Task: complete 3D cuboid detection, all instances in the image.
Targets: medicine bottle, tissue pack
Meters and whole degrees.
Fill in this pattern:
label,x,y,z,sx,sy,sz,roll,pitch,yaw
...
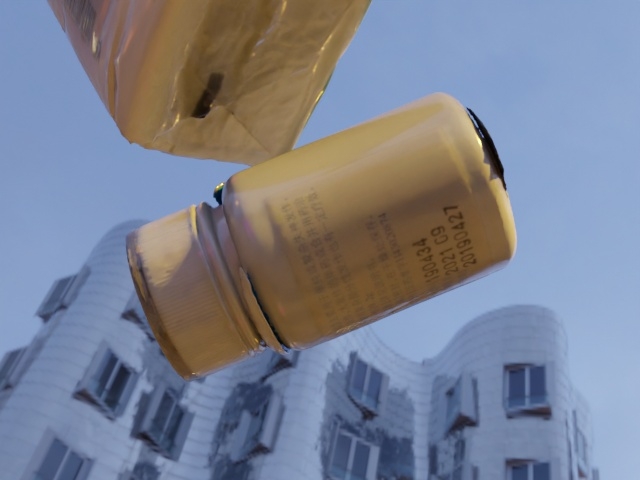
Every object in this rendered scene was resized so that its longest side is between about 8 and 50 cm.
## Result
label,x,y,z,sx,sy,sz,roll,pitch,yaw
medicine bottle,0.000,0.000,0.611,0.258,0.143,0.143,-21,-53,-1
tissue pack,-0.114,-0.268,0.726,0.194,0.356,0.266,1,-48,-39
